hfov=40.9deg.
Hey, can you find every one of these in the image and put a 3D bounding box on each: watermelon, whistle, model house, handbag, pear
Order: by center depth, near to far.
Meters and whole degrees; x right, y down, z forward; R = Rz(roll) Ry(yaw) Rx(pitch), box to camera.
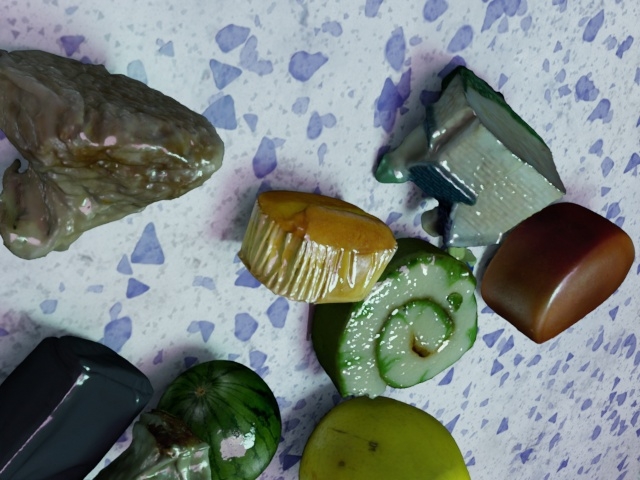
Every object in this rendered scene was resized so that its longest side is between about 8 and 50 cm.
[{"bbox_3d":[-0.446,0.278,1.338,0.302,0.178,0.275,-49,154,-5],"label":"handbag"},{"bbox_3d":[-0.187,0.341,1.571,0.242,0.242,0.242,-23,130,-31],"label":"watermelon"},{"bbox_3d":[0.281,-0.143,1.715,0.298,0.243,0.284,37,116,-23],"label":"model house"},{"bbox_3d":[0.140,0.516,1.858,0.362,0.418,0.363,-7,104,-31],"label":"pear"},{"bbox_3d":[0.309,0.064,1.956,0.105,0.085,0.227,-26,131,-31],"label":"whistle"}]

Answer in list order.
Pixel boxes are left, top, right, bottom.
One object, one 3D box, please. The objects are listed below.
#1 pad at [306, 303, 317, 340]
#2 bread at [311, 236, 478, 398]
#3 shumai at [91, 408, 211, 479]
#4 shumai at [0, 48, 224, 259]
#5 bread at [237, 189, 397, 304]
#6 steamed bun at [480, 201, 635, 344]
[{"bbox_3d":[0.049,0.141,1.828,0.187,0.006,0.113,-18,127,-34],"label":"pad"},{"bbox_3d":[0.163,0.181,1.817,0.382,0.129,0.366,-50,129,1],"label":"bread"},{"bbox_3d":[-0.312,0.398,1.383,0.260,0.225,0.222,-18,103,-31],"label":"shumai"},{"bbox_3d":[-0.302,-0.084,1.149,0.314,0.267,0.262,19,109,-5],"label":"shumai"},{"bbox_3d":[0.000,0.000,1.543,0.288,0.204,0.156,7,115,-40],"label":"bread"},{"bbox_3d":[0.582,0.051,2.083,0.379,0.235,0.248,-30,138,-24],"label":"steamed bun"}]
